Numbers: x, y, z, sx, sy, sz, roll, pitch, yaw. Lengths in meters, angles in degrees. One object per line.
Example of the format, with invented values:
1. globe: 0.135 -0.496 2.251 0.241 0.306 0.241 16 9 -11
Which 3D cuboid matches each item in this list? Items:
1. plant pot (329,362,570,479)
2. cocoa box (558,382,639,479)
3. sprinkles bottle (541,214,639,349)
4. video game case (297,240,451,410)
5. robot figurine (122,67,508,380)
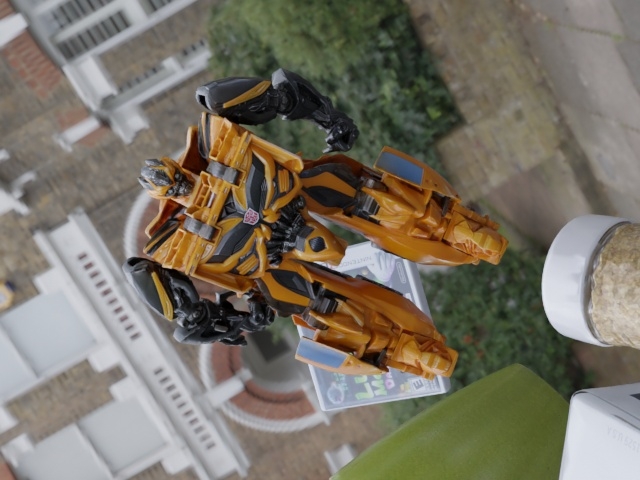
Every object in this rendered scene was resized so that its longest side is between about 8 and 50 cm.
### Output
1. plant pot: 0.209 0.315 1.375 0.275 0.293 0.275 45 172 8
2. cocoa box: 0.306 0.199 0.484 0.231 0.347 0.228 30 118 60
3. sprinkles bottle: 0.361 0.056 0.853 0.355 0.121 0.121 11 141 48
4. video game case: 0.050 0.100 1.212 0.022 0.173 0.190 -22 -83 -58
5. robot figurine: 0.000 0.000 0.764 0.291 0.211 0.085 21 -178 -35
